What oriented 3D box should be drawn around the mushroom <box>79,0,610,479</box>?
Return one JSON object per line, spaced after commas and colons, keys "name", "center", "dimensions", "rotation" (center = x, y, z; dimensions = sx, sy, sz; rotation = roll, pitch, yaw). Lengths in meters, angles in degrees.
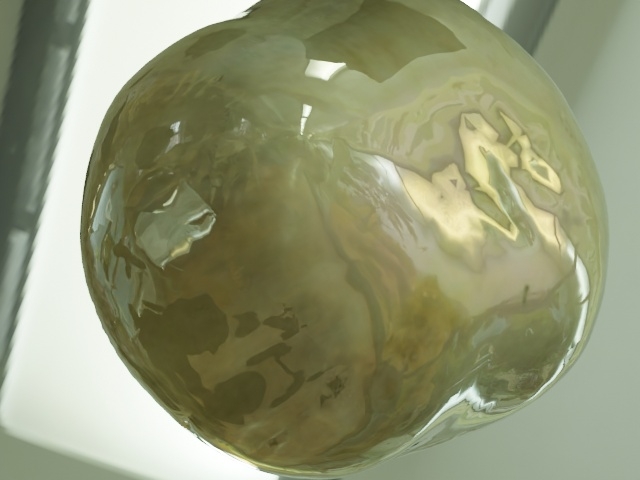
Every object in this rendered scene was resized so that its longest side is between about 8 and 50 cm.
{"name": "mushroom", "center": [0.000, 0.000, 0.892], "dimensions": [0.260, 0.254, 0.234], "rotation": [32, -29, -25]}
